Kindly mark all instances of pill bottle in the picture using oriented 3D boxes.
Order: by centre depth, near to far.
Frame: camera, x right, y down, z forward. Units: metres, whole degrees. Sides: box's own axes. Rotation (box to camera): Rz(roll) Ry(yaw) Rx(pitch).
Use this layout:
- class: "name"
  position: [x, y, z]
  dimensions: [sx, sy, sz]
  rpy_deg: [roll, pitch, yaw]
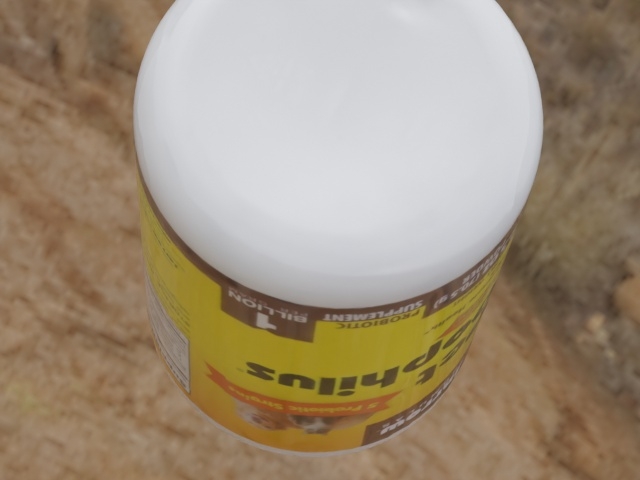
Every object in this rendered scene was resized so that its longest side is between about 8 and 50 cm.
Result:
- class: "pill bottle"
  position: [0.000, 0.000, 0.614]
  dimensions: [0.117, 0.215, 0.117]
  rpy_deg: [1, 68, -3]
